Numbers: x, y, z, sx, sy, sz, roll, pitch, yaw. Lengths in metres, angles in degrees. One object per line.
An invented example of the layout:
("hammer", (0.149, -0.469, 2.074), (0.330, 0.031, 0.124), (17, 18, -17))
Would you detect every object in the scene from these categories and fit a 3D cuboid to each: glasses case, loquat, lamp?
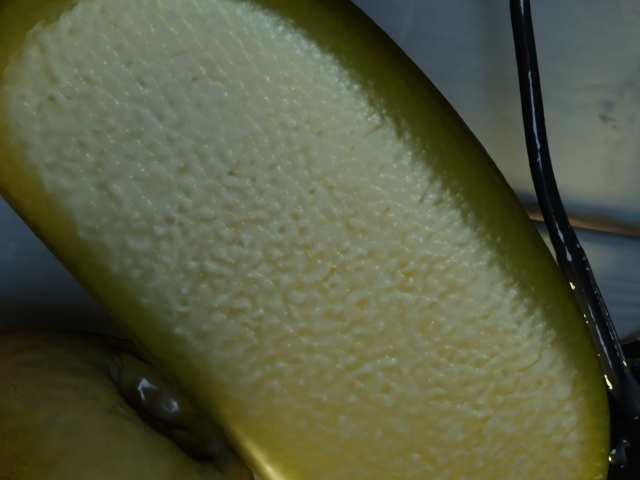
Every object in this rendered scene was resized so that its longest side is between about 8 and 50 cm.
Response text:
("glasses case", (0.000, 0.000, 0.741), (0.173, 0.141, 0.371), (-37, 110, 8))
("loquat", (-0.132, 0.146, 0.750), (0.213, 0.213, 0.213), (-7, 116, -15))
("lamp", (0.129, -0.043, 0.837), (0.130, 0.108, 0.371), (-13, 106, 28))
